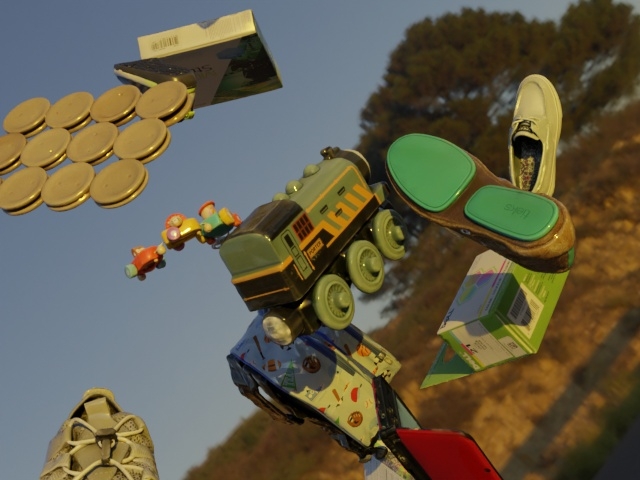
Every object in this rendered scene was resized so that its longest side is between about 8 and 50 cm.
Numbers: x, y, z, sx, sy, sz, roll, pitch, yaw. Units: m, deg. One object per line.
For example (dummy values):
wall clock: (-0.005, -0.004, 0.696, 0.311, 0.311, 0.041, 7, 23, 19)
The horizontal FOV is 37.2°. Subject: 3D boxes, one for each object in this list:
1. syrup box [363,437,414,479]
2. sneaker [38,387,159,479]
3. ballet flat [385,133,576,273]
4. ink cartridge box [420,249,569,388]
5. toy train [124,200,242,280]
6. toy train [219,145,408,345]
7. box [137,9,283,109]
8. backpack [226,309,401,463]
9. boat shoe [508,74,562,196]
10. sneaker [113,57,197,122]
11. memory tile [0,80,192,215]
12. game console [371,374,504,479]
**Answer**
syrup box: (0.167, 0.403, 1.576, 0.093, 0.237, 0.096, -10, -76, -25)
sneaker: (-0.167, 0.174, 0.684, 0.281, 0.105, 0.115, -178, 87, -71)
ballet flat: (0.217, -0.041, 1.289, 0.116, 0.342, 0.124, -48, -50, -10)
ink cartridge box: (0.245, 0.114, 1.497, 0.255, 0.097, 0.189, -30, 20, 48)
toy train: (-0.192, -0.005, 1.312, 0.166, 0.046, 0.125, -21, -16, -35)
toy train: (0.000, 0.000, 1.342, 0.142, 0.190, 0.334, -14, 23, 40)
box: (-0.217, -0.363, 1.964, 0.232, 0.059, 0.322, -13, -10, 5)
backpack: (-0.013, 0.218, 1.609, 0.276, 0.263, 0.213, 12, 73, 54)
boat shoe: (0.357, -0.172, 1.598, 0.081, 0.079, 0.228, 10, -100, -59)
sneaker: (-0.288, -0.254, 1.639, 0.084, 0.234, 0.097, -17, -64, -30)
memory tile: (-0.161, -0.059, 0.616, 0.012, 0.148, 0.113, 63, -147, -43)
game console: (0.122, 0.197, 0.912, 0.085, 0.144, 0.124, -27, 32, 14)
